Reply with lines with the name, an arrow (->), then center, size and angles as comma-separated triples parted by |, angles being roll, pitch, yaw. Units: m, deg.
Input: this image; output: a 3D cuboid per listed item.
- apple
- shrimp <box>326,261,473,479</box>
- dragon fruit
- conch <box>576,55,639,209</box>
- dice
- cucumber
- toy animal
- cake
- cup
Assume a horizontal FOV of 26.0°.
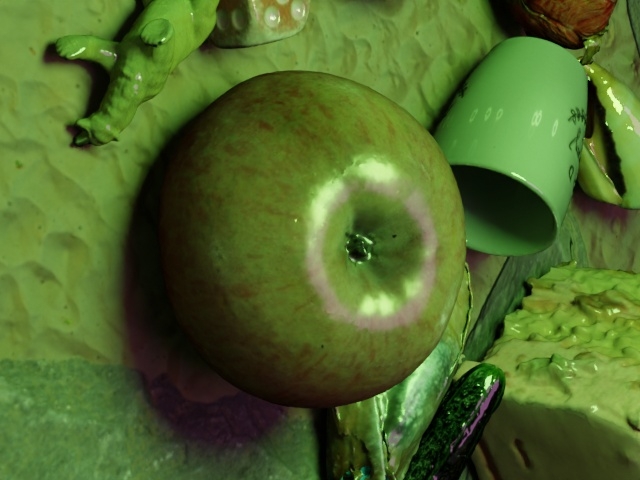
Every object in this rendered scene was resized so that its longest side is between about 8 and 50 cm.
apple -> 0.000, 0.000, 1.403 | 0.345, 0.269, 0.344 | -6, 99, -46
shrimp -> 0.065, 0.163, 1.617 | 0.221, 0.110, 0.445 | 32, 67, -38
dragon fruit -> 0.280, -0.355, 1.750 | 0.148, 0.218, 0.223 | 7, 114, -17
conch -> 0.409, -0.143, 1.962 | 0.158, 0.127, 0.255 | -33, 97, -8
dice -> -0.072, -0.251, 1.430 | 0.091, 0.093, 0.094 | -23, 110, -44
cucumber -> 0.149, 0.253, 1.686 | 0.074, 0.074, 0.241 | 31, 88, -44
toy animal -> -0.169, -0.187, 1.349 | 0.218, 0.103, 0.101 | -57, 154, -32
cake -> 0.387, 0.222, 1.815 | 0.307, 0.314, 0.293 | -40, 123, -40
cup -> 0.237, -0.103, 1.743 | 0.258, 0.186, 0.234 | 85, 25, -55
